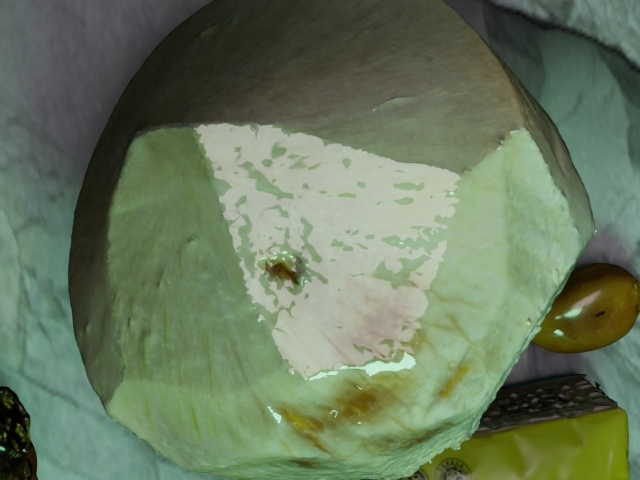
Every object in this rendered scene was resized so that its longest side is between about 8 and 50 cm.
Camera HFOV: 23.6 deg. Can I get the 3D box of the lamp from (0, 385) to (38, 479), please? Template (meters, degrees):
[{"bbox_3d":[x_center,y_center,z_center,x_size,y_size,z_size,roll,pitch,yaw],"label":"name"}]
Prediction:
[{"bbox_3d":[-0.317,0.182,1.190,0.196,0.223,0.223,-33,107,18],"label":"lamp"}]

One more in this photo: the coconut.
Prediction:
[{"bbox_3d":[0.000,0.000,1.136,0.415,0.344,0.415,-27,126,-45],"label":"coconut"}]

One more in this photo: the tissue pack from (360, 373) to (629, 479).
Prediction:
[{"bbox_3d":[0.136,0.238,1.348,0.271,0.134,0.192,-9,103,-11],"label":"tissue pack"}]

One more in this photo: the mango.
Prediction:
[{"bbox_3d":[0.236,0.062,1.379,0.114,0.060,0.080,-15,119,-12],"label":"mango"}]
